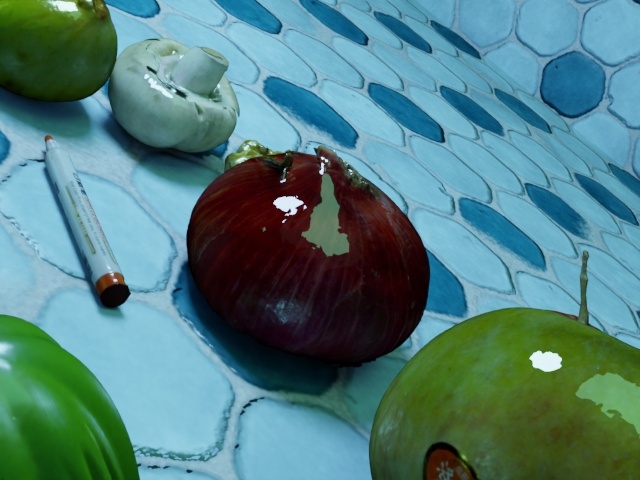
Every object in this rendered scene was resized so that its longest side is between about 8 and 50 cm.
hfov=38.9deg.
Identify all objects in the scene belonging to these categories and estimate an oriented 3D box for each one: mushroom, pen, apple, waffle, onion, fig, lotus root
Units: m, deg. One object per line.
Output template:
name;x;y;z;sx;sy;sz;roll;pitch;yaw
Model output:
mushroom;-0.152;-0.159;0.977;0.154;0.122;0.154;34;27;-20
pen;-0.208;-0.026;0.783;0.026;0.026;0.218;11;34;-41
apple;0.165;0.162;0.657;0.260;0.194;0.261;29;-10;5
waffle;-0.027;-0.057;1.040;0.192;0.046;0.161;20;27;-30
onion;-0.003;0.010;0.842;0.248;0.161;0.248;22;49;-28
fig;-0.276;-0.199;0.905;0.152;0.121;0.136;12;30;6
lotus root;-0.160;0.097;0.407;0.186;0.186;0.186;28;26;-15

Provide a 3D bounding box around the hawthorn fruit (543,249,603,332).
hawthorn fruit;0.214;0.124;0.834;0.162;0.203;0.163;25;29;-15
